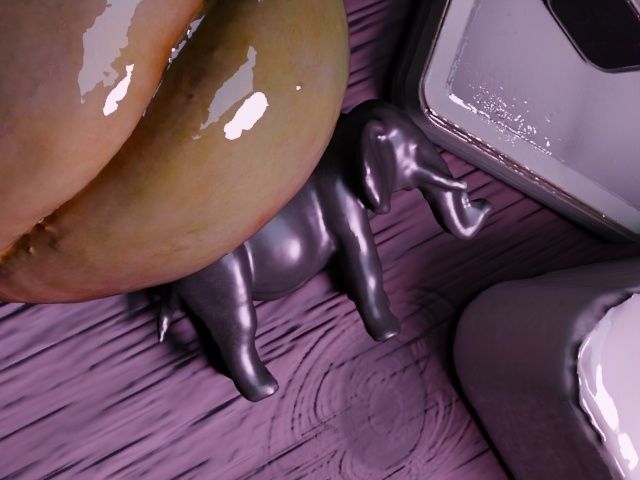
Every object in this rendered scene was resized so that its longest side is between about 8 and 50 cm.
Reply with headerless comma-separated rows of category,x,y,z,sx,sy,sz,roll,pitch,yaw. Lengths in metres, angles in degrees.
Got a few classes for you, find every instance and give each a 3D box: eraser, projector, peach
eraser,0.249,0.119,1.135,0.331,0.150,0.331,-2,94,-34
projector,0.227,-0.179,1.094,0.082,0.083,0.083,-50,114,-22
peach,-0.129,-0.103,0.841,0.292,0.247,0.292,-17,127,-24

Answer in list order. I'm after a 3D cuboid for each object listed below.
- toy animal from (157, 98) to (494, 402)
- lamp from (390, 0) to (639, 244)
toy animal,0.004,0.000,0.994,0.245,0.114,0.146,-28,106,-29
lamp,0.196,-0.162,1.153,0.266,0.047,0.269,27,77,-29
